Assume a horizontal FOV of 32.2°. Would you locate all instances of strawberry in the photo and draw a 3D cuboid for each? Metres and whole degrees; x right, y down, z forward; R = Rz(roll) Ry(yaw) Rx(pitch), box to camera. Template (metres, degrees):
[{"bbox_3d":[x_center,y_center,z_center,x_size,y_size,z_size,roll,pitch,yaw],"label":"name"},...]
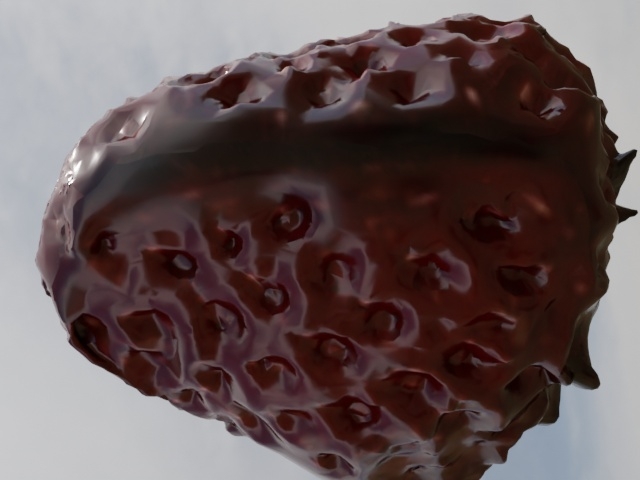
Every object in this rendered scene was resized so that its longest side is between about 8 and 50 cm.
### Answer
[{"bbox_3d":[0.000,0.000,0.706,0.317,0.345,0.295,114,160,-47],"label":"strawberry"}]
